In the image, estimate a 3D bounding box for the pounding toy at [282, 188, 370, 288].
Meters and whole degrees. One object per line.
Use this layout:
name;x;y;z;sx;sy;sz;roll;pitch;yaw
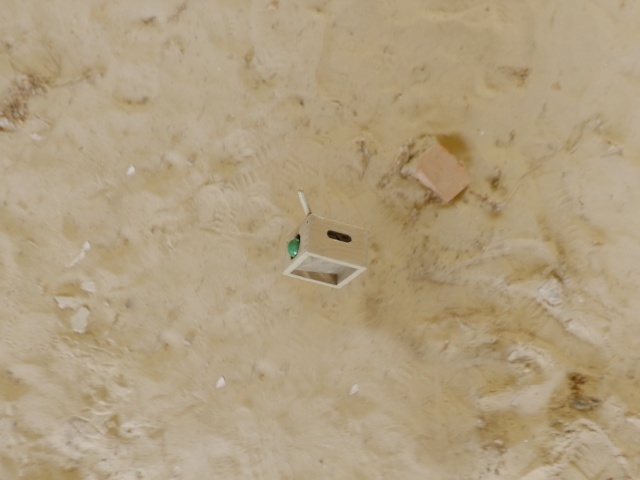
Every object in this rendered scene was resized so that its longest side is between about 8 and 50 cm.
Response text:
pounding toy;0.000;0.000;1.241;0.141;0.130;0.100;16;63;-19
